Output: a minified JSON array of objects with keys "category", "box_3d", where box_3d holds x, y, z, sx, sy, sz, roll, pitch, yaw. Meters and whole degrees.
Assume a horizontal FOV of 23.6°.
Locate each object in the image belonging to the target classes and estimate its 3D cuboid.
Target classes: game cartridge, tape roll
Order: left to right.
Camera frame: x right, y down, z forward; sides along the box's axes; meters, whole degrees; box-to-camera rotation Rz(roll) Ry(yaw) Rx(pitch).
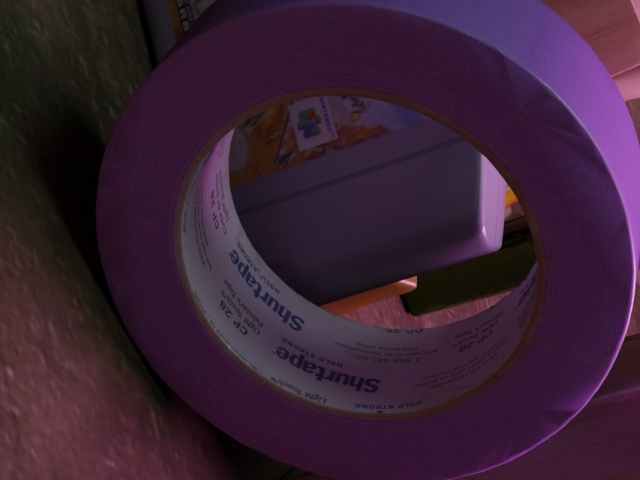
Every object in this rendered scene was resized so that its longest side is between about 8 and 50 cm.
[{"category":"game cartridge","box_3d":[-0.001,-0.116,0.912,0.062,0.198,0.297,5,68,-63]},{"category":"tape roll","box_3d":[0.027,-0.009,0.796,0.275,0.275,0.090,62,26,-21]}]

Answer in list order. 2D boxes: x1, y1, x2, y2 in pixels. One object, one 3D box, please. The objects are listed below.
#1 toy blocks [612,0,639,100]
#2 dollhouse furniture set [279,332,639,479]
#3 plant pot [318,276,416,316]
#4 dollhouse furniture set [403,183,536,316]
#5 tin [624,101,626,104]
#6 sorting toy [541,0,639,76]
[{"category":"toy blocks","box_3d":[0.377,-0.339,1.552,0.309,0.260,0.288,66,17,-47]},{"category":"dollhouse furniture set","box_3d":[0.177,0.277,0.937,0.362,0.256,0.394,-27,98,-66]},{"category":"plant pot","box_3d":[0.000,0.000,0.983,0.083,0.081,0.081,13,61,-52]},{"category":"dollhouse furniture set","box_3d":[0.149,-0.083,1.268,0.197,0.151,0.301,69,24,-6]},{"category":"tin","box_3d":[0.359,-0.215,1.970,0.106,0.040,0.189,50,31,-48]},{"category":"sorting toy","box_3d":[0.054,-0.195,1.040,0.089,0.257,0.255,-84,151,-75]}]
